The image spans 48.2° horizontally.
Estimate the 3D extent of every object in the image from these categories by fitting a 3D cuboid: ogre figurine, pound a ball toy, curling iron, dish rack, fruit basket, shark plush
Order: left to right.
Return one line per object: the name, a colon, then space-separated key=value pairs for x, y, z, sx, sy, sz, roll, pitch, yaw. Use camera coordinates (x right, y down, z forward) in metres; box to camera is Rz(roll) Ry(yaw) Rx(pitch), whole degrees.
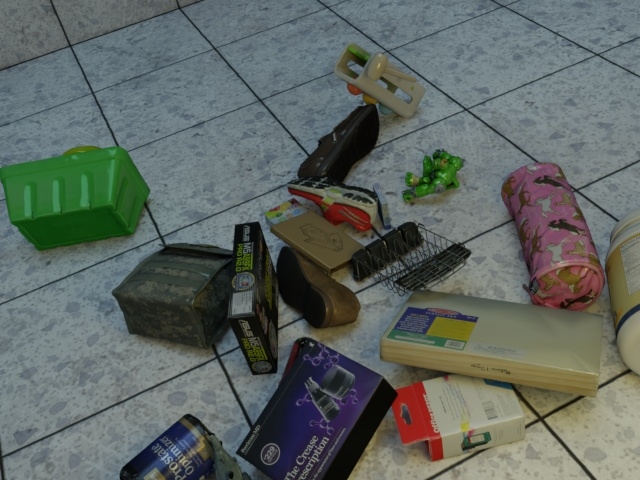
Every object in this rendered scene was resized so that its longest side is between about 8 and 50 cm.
fruit basket: x=-0.692 y=-0.175 z=2.063 sx=0.392 sy=0.283 sz=0.392 roll=-4 pitch=59 yaw=7
shark plush: x=-0.163 y=0.427 z=1.327 sx=0.073 sy=0.161 sz=0.067 roll=-12 pitch=9 yaw=-17
curling iron: x=-0.063 y=0.310 z=1.509 sx=0.068 sy=0.035 sz=0.274 roll=7 pitch=44 yaw=21
pound a ball toy: x=0.181 y=-0.455 z=2.104 sx=0.208 sy=0.319 sz=0.135 roll=39 pitch=103 yaw=42
dish rack: x=0.212 y=0.050 z=1.658 sx=0.208 sy=0.074 sz=0.271 roll=-31 pitch=30 yaw=-18
ogre figurine: x=0.312 y=-0.178 z=1.924 sx=0.118 sy=0.096 sz=0.197 roll=4 pitch=25 yaw=44

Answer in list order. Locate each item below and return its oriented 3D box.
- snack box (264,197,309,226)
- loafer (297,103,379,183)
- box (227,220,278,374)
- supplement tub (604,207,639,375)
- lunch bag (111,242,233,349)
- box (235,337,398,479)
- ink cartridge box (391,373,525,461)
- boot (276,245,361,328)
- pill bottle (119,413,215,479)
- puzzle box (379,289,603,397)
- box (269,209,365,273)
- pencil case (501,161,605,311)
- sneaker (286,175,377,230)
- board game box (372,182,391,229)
snack box: x=-0.073 y=-0.050 z=1.912 sx=0.100 sy=0.037 sz=0.141 roll=-30 pitch=45 yaw=-18
loafer: x=0.051 y=-0.282 z=2.068 sx=0.130 sy=0.133 sz=0.366 roll=17 pitch=49 yaw=29
box: x=-0.143 y=0.126 z=1.584 sx=0.060 sy=0.216 sz=0.270 roll=-8 pitch=45 yaw=6
supplement tub: x=0.690 y=0.099 z=1.411 sx=0.228 sy=0.228 sz=0.316 roll=0 pitch=42 yaw=14
lunch bag: x=-0.305 y=0.099 z=1.712 sx=0.235 sy=0.169 sz=0.287 roll=7 pitch=37 yaw=26
box: x=-0.005 y=0.345 z=1.352 sx=0.184 sy=0.103 sz=0.261 roll=22 pitch=70 yaw=36
ink cartridge box: x=0.258 y=0.332 z=1.370 sx=0.231 sy=0.078 sz=0.134 roll=-13 pitch=40 yaw=0
boot: x=-0.013 y=0.112 z=1.697 sx=0.115 sy=0.112 sz=0.305 roll=2 pitch=27 yaw=-31
pill bottle: x=-0.298 y=0.443 z=1.353 sx=0.123 sy=0.122 sz=0.219 roll=29 pitch=55 yaw=37
puzzle box: x=0.351 y=0.195 z=1.447 sx=0.409 sy=0.052 sz=0.272 roll=7 pitch=21 yaw=22
box: x=0.000 y=0.000 z=1.775 sx=0.201 sy=0.021 sz=0.164 roll=34 pitch=35 yaw=26
pencil case: x=0.521 y=-0.016 z=1.632 sx=0.167 sy=0.160 sz=0.386 roll=-12 pitch=41 yaw=13
sneaker: x=0.020 y=-0.092 z=1.875 sx=0.279 sy=0.118 sz=0.107 roll=21 pitch=29 yaw=32
board game box: x=0.159 y=-0.089 z=1.859 sx=0.020 sy=0.090 sz=0.090 roll=-14 pitch=41 yaw=-2
